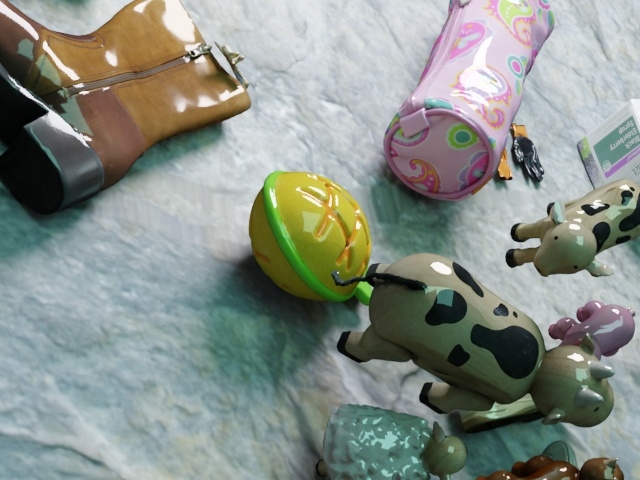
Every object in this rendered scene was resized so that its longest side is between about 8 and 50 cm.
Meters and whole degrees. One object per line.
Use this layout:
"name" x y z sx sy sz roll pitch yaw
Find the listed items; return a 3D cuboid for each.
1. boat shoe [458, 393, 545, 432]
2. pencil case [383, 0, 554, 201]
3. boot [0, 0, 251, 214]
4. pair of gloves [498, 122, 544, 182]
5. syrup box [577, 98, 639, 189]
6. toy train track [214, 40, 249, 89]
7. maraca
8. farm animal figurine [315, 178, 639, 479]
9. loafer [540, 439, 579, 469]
"boat shoe" 0.188 0.143 1.707 0.153 0.056 0.048 -9 71 -35
"pencil case" 0.152 -0.166 1.848 0.124 0.124 0.284 37 44 -12
"boot" -0.207 -0.181 1.586 0.264 0.096 0.280 50 42 2
"pair of gloves" 0.199 -0.093 1.919 0.083 0.010 0.074 3 57 -41
"syrup box" 0.408 -0.093 2.028 0.237 0.093 0.096 0 61 -39
"toy train track" -0.076 -0.163 1.698 0.014 0.083 0.048 -35 70 -4
"maraca" 0.000 0.000 1.628 0.186 0.099 0.127 23 46 -61
"farm animal figurine" 0.171 0.082 1.566 0.327 0.172 0.330 15 76 -27
"loafer" 0.217 0.245 1.670 0.039 0.045 0.125 40 47 -35
